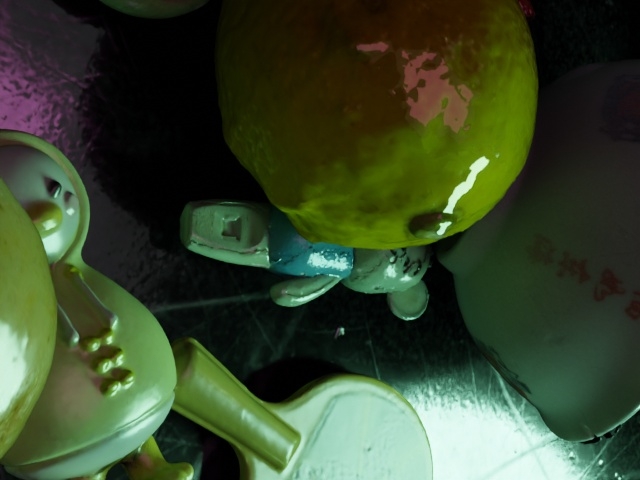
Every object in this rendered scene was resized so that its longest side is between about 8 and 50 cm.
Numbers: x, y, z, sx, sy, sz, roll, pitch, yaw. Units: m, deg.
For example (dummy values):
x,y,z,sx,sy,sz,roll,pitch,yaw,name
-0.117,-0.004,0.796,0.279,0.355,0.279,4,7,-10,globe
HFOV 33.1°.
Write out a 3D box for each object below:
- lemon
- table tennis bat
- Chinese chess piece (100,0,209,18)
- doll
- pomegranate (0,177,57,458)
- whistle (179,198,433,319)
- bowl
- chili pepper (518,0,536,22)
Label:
x,y,z,sx,sy,sz,roll,pitch,yaw,name
0.038,-0.122,0.782,0.233,0.233,0.288,-3,59,-35,lemon
-0.020,0.179,0.876,0.321,0.050,0.198,44,69,-33,table tennis bat
-0.123,-0.233,0.780,0.144,0.058,0.144,-2,94,-37,Chinese chess piece
-0.178,0.049,0.711,0.141,0.117,0.296,-26,106,-35,doll
-0.282,0.048,0.528,0.307,0.307,0.307,-1,92,-35,pomegranate
0.000,0.000,0.863,0.235,0.077,0.114,8,78,-33,whistle
0.194,-0.021,0.894,0.157,0.345,0.345,21,78,-7,bowl
0.149,-0.252,0.966,0.070,0.073,0.123,-47,129,-73,chili pepper
